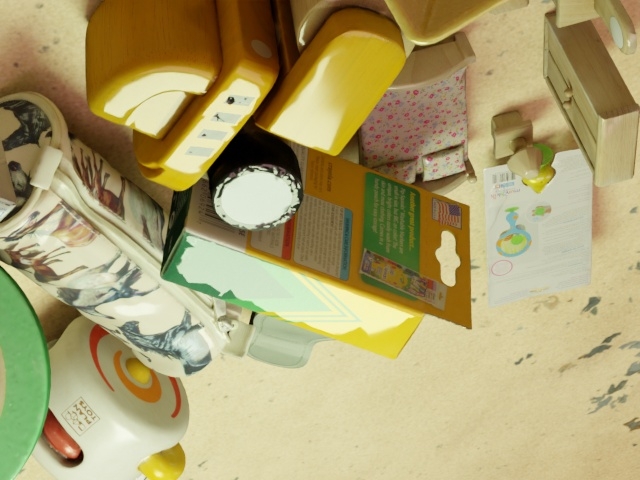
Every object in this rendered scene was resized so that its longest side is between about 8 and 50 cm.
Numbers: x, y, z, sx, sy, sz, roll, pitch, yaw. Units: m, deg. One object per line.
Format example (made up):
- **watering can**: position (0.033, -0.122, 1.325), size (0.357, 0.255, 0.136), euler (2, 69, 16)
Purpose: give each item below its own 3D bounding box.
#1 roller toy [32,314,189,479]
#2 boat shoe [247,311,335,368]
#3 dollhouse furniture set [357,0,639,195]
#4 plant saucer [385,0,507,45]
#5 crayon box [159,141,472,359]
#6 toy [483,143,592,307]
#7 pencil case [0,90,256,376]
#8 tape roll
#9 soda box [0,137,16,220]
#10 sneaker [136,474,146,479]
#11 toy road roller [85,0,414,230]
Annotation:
- **roller toy**: position (-0.255, 0.191, 2.166), size (0.146, 0.209, 0.191), euler (-41, 133, 23)
- **boat shoe**: position (-0.025, 0.072, 2.130), size (0.114, 0.091, 0.302), euler (18, 161, -15)
- **dollhouse furniture set**: position (0.147, -0.129, 1.981), size (0.355, 0.174, 0.303), euler (-16, 142, -7)
- **plant saucer**: position (0.144, -0.394, 1.615), size (0.332, 0.081, 0.333), euler (-30, 99, 12)
- **crayon box**: position (0.000, 0.000, 1.962), size (0.322, 0.203, 0.083), euler (20, 130, -13)
- **toy**: position (0.263, -0.027, 2.261), size (0.136, 0.056, 0.237), euler (-12, 137, -6)
- **pencil case**: position (-0.232, 0.002, 1.963), size (0.183, 0.160, 0.410), euler (4, 156, 33)
- **tape roll**: position (-0.436, 0.142, 1.865), size (0.321, 0.321, 0.077), euler (-17, 179, -5)
- **soda box**: position (-0.360, -0.118, 1.659), size (0.091, 0.286, 0.098), euler (23, 125, -41)
- **sneaker**: position (-0.311, 0.320, 2.421), size (0.178, 0.072, 0.077), euler (-43, 126, 15)
- **toy road roller**: position (-0.083, -0.187, 1.788), size (0.240, 0.202, 0.329), euler (21, 128, -28)
